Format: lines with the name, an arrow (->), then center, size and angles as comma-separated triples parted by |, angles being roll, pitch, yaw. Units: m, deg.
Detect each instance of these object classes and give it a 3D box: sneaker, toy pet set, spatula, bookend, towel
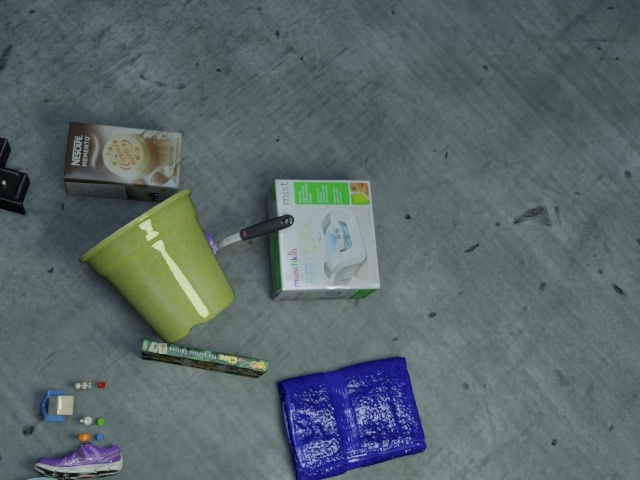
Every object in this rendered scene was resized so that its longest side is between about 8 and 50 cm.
sneaker -> -0.491, 0.447, 1.561 | 0.170, 0.068, 0.071 | 2, 57, -22
toy pet set -> -0.514, 0.353, 1.589 | 0.114, 0.065, 0.122 | 15, 69, -46
spatula -> -0.193, -0.002, 1.714 | 0.296, 0.030, 0.084 | -18, 76, 18
bookend -> -0.704, -0.156, 1.682 | 0.157, 0.072, 0.156 | 17, 70, -9
towel -> 0.073, 0.390, 1.696 | 0.308, 0.076, 0.227 | -10, 76, -16

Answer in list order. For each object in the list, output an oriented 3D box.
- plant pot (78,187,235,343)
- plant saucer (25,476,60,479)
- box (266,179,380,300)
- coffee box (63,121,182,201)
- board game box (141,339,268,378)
plant pot -> -0.319, 0.068, 1.622 | 0.276, 0.276, 0.254 | -36, 95, -21
plant saucer -> -0.555, 0.568, 1.511 | 0.195, 0.037, 0.195 | 4, 73, -13
box -> 0.000, 0.000, 1.775 | 0.231, 0.127, 0.262 | 1, 74, -15
coffee box -> -0.443, -0.174, 1.735 | 0.246, 0.098, 0.141 | 4, 72, -12
board game box -> -0.248, 0.253, 1.630 | 0.260, 0.136, 0.030 | 11, 74, -9
